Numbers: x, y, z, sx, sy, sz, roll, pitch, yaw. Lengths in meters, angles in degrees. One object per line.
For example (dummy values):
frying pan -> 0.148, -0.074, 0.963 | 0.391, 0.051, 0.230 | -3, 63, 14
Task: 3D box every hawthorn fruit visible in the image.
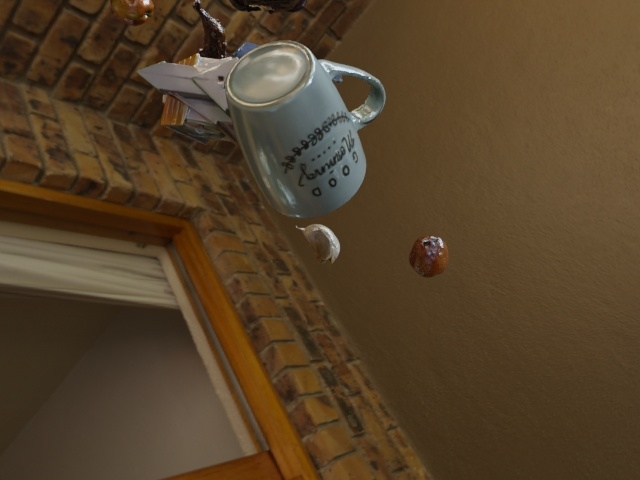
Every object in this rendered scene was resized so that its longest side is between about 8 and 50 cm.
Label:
hawthorn fruit -> 0.220, 0.026, 1.033 | 0.081, 0.093, 0.081 | -1, -129, 2

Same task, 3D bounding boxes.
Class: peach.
peach -> -0.501, -0.624, 1.356 | 0.100, 0.100, 0.101 | -7, -103, 35

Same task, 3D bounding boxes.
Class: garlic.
garlic -> 0.002, -0.003, 1.444 | 0.084, 0.066, 0.152 | -27, -105, -11

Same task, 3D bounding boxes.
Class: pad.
pad -> -0.077, -0.450, 1.287 | 0.270, 0.268, 0.012 | -87, -169, -63

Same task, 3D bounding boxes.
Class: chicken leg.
chicken leg -> -0.327, -0.611, 1.532 | 0.089, 0.219, 0.048 | -6, -124, -9

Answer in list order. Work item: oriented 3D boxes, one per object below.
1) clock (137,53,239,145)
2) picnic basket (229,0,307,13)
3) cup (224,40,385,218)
clock -> -0.240, -0.315, 1.170 | 0.309, 0.235, 0.166 | 12, -95, 9
picnic basket -> -0.126, -0.686, 1.173 | 0.222, 0.129, 0.297 | -2, -70, -4
cup -> -0.012, -0.195, 0.796 | 0.258, 0.234, 0.186 | -37, -123, -8
